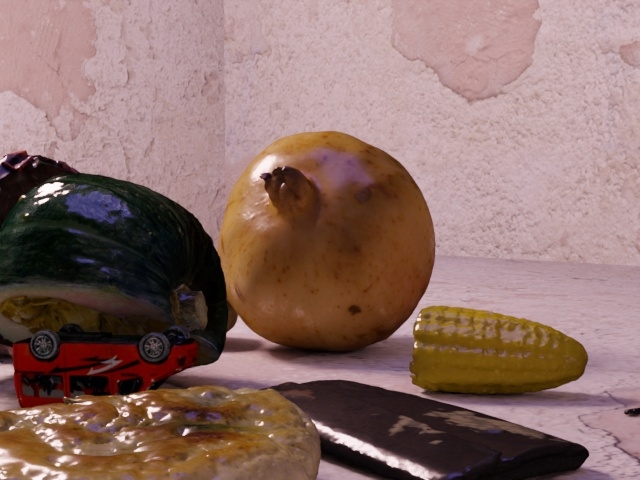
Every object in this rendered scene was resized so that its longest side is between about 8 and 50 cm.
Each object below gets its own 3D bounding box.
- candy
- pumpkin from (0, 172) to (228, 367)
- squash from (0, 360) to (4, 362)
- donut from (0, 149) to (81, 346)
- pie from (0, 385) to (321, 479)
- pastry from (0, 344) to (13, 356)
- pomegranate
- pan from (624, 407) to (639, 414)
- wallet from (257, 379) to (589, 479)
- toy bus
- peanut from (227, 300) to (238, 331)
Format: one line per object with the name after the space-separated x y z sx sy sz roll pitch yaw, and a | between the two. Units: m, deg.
0.207 0.132 1.291 0.199 0.094 0.106 5 39 12 | candy
-0.243 0.026 1.329 0.264 0.196 0.293 -3 -25 21 | pumpkin
-0.528 0.131 1.459 0.332 0.087 0.087 5 6 41 | squash
-0.379 0.018 1.455 0.103 0.269 0.270 -9 -2 35 | donut
-0.146 0.165 0.856 0.338 0.075 0.337 0 3 0 | pie
-0.501 0.112 1.587 0.265 0.102 0.112 8 23 24 | pastry
0.000 0.000 1.612 0.343 0.342 0.342 0 3 0 | pomegranate
0.366 0.169 1.199 0.115 0.023 0.068 -2 5 -37 | pan
0.073 0.170 1.026 0.170 0.044 0.321 0 3 -35 | wallet
-0.229 0.138 1.206 0.195 0.089 0.081 0 2 11 | toy bus
-0.193 0.104 1.698 0.141 0.109 0.159 13 -7 2 | peanut
